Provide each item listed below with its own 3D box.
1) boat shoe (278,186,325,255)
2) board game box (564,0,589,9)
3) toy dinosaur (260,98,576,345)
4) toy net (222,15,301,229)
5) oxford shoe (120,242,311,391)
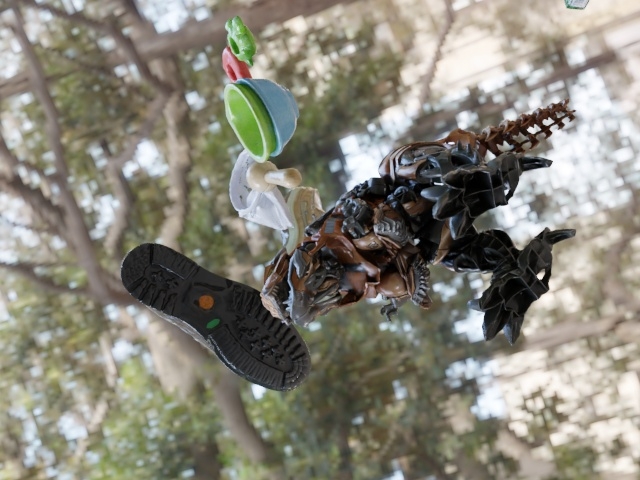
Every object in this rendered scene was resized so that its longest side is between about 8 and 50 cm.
[{"bbox_3d":[0.000,0.000,1.532,0.190,0.072,0.068,-89,-23,-55],"label":"boat shoe"},{"bbox_3d":[0.304,-0.419,1.774,0.030,0.136,0.259,4,-128,-18],"label":"board game box"},{"bbox_3d":[0.096,-0.033,1.289,0.164,0.218,0.322,39,-98,-34],"label":"toy dinosaur"},{"bbox_3d":[-0.063,-0.081,1.236,0.122,0.045,0.232,54,160,22],"label":"toy net"},{"bbox_3d":[-0.106,0.075,1.517,0.227,0.083,0.096,38,172,-9],"label":"oxford shoe"}]
